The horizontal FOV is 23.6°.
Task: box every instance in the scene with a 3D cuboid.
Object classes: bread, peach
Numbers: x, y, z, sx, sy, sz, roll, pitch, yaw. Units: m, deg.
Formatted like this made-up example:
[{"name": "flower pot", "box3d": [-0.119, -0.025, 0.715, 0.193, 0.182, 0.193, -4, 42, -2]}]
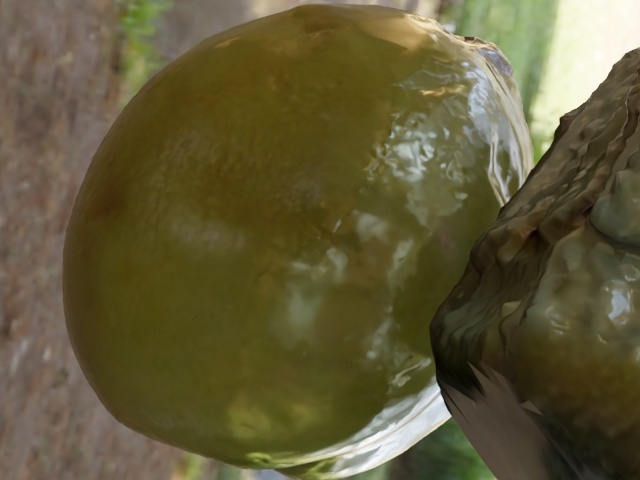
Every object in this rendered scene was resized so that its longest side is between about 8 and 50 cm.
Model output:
[{"name": "bread", "box3d": [0.186, 0.044, 0.763, 0.264, 0.239, 0.395, -49, -179, -11]}, {"name": "peach", "box3d": [-0.007, 0.004, 1.012, 0.281, 0.314, 0.315, 45, 61, -57]}]
